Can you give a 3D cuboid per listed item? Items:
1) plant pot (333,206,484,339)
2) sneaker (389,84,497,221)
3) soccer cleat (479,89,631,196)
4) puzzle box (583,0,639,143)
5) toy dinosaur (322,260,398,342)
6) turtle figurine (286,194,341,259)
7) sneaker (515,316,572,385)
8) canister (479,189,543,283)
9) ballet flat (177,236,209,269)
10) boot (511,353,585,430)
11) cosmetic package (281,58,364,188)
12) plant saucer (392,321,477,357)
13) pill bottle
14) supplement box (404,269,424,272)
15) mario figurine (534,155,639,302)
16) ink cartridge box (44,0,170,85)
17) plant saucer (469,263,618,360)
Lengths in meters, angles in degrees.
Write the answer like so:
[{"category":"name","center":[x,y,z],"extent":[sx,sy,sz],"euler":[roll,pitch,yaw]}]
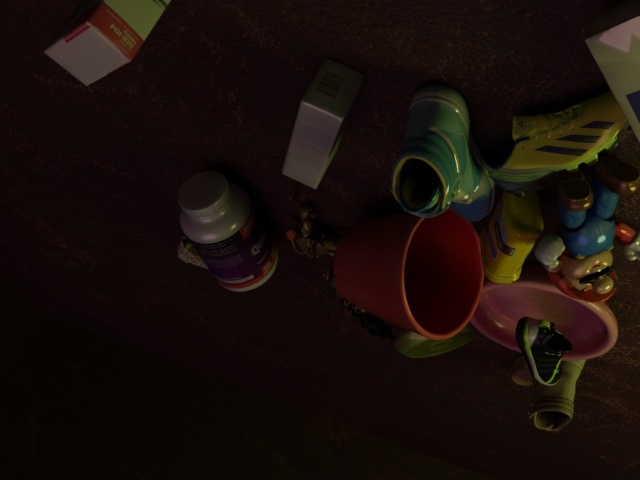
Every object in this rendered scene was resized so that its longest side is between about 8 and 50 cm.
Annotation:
[{"category":"plant pot","center":[0.177,0.058,1.363],"extent":[0.243,0.275,0.275],"euler":[4,146,50]},{"category":"sneaker","center":[0.213,-0.090,1.119],"extent":[0.127,0.208,0.319],"euler":[0,143,36]},{"category":"soccer cleat","center":[0.368,-0.166,1.001],"extent":[0.121,0.093,0.289],"euler":[42,146,-7]},{"category":"puzzle box","center":[0.557,-0.232,0.727],"extent":[0.408,0.052,0.272],"euler":[-17,132,38]},{"category":"toy dinosaur","center":[0.132,0.168,1.712],"extent":[0.218,0.164,0.322],"euler":[14,171,47]},{"category":"turtle figurine","center":[0.000,0.000,1.547],"extent":[0.217,0.087,0.270],"euler":[18,150,12]},{"category":"sneaker","center":[0.513,0.254,1.408],"extent":[0.097,0.084,0.235],"euler":[-4,140,39]},{"category":"canister","center":[0.365,-0.013,1.215],"extent":[0.073,0.126,0.170],"euler":[3,147,-1]},{"category":"ballet flat","center":[-0.321,0.045,1.874],"extent":[0.240,0.091,0.077],"euler":[12,126,15]},{"category":"boot","center":[0.568,0.389,1.630],"extent":[0.095,0.203,0.262],"euler":[31,149,-10]},{"category":"cosmetic package","center":[0.001,-0.210,1.178],"extent":[0.085,0.117,0.231],"euler":[25,152,2]},{"category":"plant saucer","center":[0.308,0.259,1.656],"extent":[0.240,0.037,0.241],"euler":[-11,153,-6]},{"category":"pill bottle","center":[-0.235,-0.022,1.591],"extent":[0.181,0.182,0.323],"euler":[10,148,24]},{"category":"supplement box","center":[0.239,0.076,1.523],"extent":[0.083,0.056,0.083],"euler":[-2,141,39]},{"category":"mario figurine","center":[0.492,0.013,1.121],"extent":[0.198,0.170,0.321],"euler":[8,145,24]},{"category":"ink cartridge box","center":[-0.337,-0.380,1.050],"extent":[0.158,0.218,0.092],"euler":[-7,143,44]},{"category":"plant saucer","center":[0.497,0.158,1.435],"extent":[0.332,0.084,0.332],"euler":[18,149,11]}]
